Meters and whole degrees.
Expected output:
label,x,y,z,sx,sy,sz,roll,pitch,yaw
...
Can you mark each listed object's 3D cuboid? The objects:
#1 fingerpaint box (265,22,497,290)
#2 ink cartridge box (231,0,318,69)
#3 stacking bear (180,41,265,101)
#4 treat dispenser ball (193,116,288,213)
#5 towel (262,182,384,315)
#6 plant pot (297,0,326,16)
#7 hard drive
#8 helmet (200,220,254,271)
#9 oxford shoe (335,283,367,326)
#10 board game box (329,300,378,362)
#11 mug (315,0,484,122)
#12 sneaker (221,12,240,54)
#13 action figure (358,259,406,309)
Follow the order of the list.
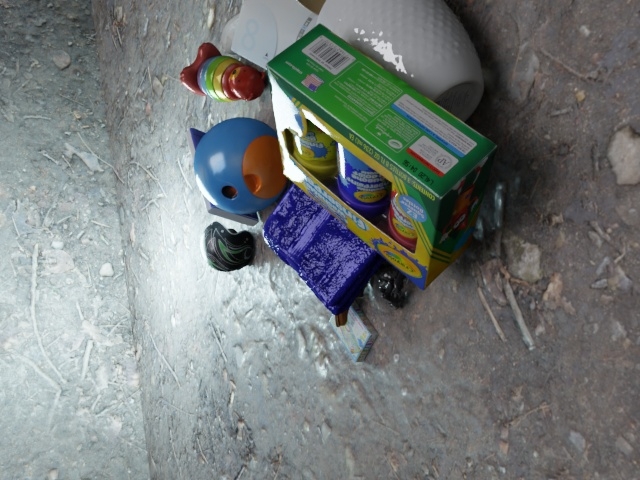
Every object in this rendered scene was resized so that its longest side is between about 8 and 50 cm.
label,x,y,z,sx,sy,sz,roll,pitch,yaw
fingerpaint box,0.106,-0.157,1.402,0.445,0.163,0.371,41,161,22
ink cartridge box,-0.086,-0.667,1.960,0.308,0.091,0.385,36,122,31
stacking bear,-0.299,-0.534,2.289,0.289,0.164,0.175,24,76,42
treat dispenser ball,-0.234,-0.223,2.063,0.288,0.288,0.288,-2,88,56
towel,0.000,0.000,1.631,0.308,0.076,0.227,45,112,31
plant pot,0.054,-0.712,1.715,0.284,0.284,0.191,-1,54,56
hard drive,-0.321,-0.208,2.264,0.040,0.210,0.318,-35,59,27
helmet,-0.318,0.020,2.292,0.169,0.161,0.169,-2,87,56
oxford shoe,0.081,0.125,1.775,0.076,0.076,0.212,-19,-59,-81
board game box,0.085,0.229,1.818,0.154,0.026,0.103,55,132,41
mug,0.171,-0.355,1.509,0.328,0.276,0.374,56,147,26
sneaker,-0.230,-0.643,2.230,0.292,0.108,0.169,-29,62,50
action figure,0.138,0.080,1.654,0.276,0.141,0.164,-14,68,32
